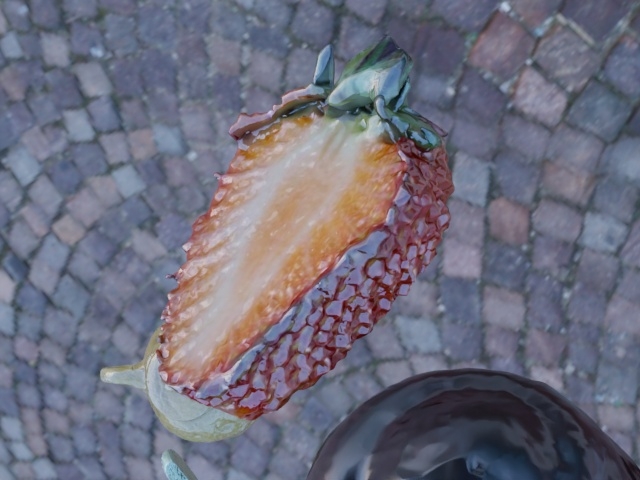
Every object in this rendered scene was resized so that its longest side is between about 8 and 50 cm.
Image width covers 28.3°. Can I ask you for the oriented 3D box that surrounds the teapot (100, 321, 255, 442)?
[{"bbox_3d":[-0.195,0.202,1.885,0.311,0.167,0.203,1,92,24],"label":"teapot"}]

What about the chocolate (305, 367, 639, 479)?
[{"bbox_3d":[0.123,0.277,1.132,0.384,0.383,0.331,8,157,27],"label":"chocolate"}]

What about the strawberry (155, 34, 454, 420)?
[{"bbox_3d":[0.000,0.000,0.863,0.188,0.286,0.106,11,154,46],"label":"strawberry"}]

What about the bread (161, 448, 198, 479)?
[{"bbox_3d":[-0.228,0.426,2.188,0.036,0.112,0.193,-33,118,-4],"label":"bread"}]
